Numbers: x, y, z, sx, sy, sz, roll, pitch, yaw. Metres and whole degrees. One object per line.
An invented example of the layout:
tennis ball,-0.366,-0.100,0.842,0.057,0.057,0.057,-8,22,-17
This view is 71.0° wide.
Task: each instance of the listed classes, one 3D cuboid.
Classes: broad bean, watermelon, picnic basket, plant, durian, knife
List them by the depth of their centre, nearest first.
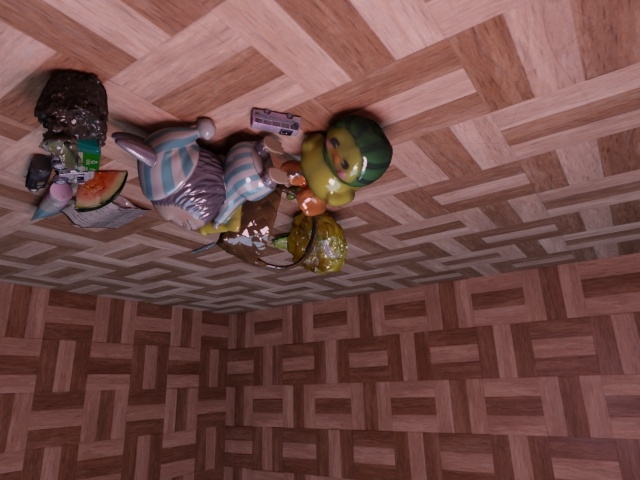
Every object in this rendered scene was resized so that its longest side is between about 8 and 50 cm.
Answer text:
plant,-0.546,-0.265,0.987,0.131,0.203,0.142,7,167,-4
watermelon,-0.695,-0.163,1.448,0.145,0.193,0.137,1,118,-13
picnic basket,-0.159,-0.051,1.499,0.337,0.293,0.337,16,172,2
broad bean,-0.083,-0.168,1.592,0.083,0.045,0.063,-9,164,-4
durian,-0.083,0.017,2.076,0.375,0.107,0.132,-7,157,3
knife,-0.577,0.038,2.235,0.210,0.015,0.028,-18,150,40

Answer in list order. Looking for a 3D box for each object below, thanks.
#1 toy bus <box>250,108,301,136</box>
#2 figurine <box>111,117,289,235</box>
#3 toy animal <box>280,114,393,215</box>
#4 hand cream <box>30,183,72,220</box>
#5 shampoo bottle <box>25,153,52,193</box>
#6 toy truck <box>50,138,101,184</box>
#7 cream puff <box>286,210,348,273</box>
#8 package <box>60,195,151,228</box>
toy bus,-0.114,-0.302,1.152,0.130,0.052,0.037,6,159,-22
figurine,-0.342,-0.179,1.175,0.361,0.266,0.377,-25,158,29
toy animal,0.058,-0.214,1.239,0.191,0.216,0.338,-23,175,-41
hand cream,-0.948,-0.132,1.595,0.111,0.070,0.312,-27,-174,-43
shampoo bottle,-0.876,-0.201,1.389,0.057,0.063,0.207,0,164,-41
toy truck,-0.666,-0.239,1.211,0.124,0.114,0.253,-5,166,-29
cream puff,0.002,0.001,1.817,0.282,0.282,0.185,-14,-175,33
package,-0.791,-0.097,1.668,0.204,0.062,0.251,-19,161,20
